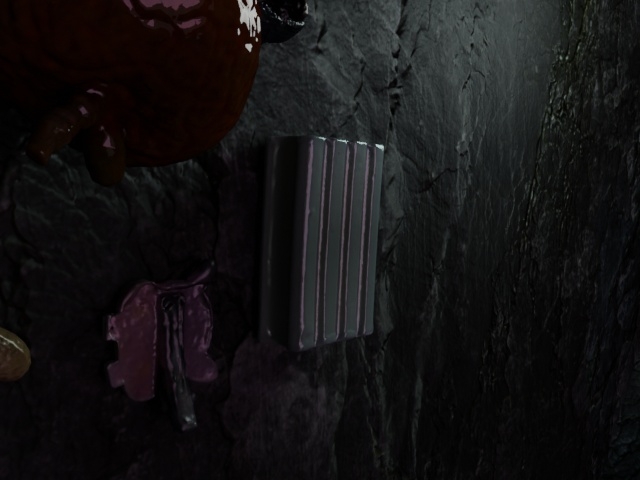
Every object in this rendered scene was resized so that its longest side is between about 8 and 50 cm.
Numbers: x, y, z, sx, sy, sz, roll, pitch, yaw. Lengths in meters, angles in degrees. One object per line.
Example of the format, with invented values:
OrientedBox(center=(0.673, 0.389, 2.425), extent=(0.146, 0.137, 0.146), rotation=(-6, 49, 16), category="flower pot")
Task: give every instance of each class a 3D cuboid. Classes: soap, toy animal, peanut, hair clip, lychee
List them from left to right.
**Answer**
OrientedBox(center=(-0.304, 0.090, 0.565), extent=(0.113, 0.054, 0.054), rotation=(43, 65, -40), category="peanut")
OrientedBox(center=(-0.163, -0.173, 0.535), extent=(0.255, 0.255, 0.300), rotation=(31, 41, -46), category="lychee")
OrientedBox(center=(-0.171, 0.122, 0.726), extent=(0.146, 0.056, 0.187), rotation=(-11, 96, -46), category="hair clip")
OrientedBox(center=(-0.065, -0.245, 0.739), extent=(0.220, 0.108, 0.062), rotation=(-62, 145, -74), category="toy animal")
OrientedBox(center=(0.000, 0.000, 0.860), extent=(0.160, 0.088, 0.265), rotation=(-4, 99, -48), category="soap")
